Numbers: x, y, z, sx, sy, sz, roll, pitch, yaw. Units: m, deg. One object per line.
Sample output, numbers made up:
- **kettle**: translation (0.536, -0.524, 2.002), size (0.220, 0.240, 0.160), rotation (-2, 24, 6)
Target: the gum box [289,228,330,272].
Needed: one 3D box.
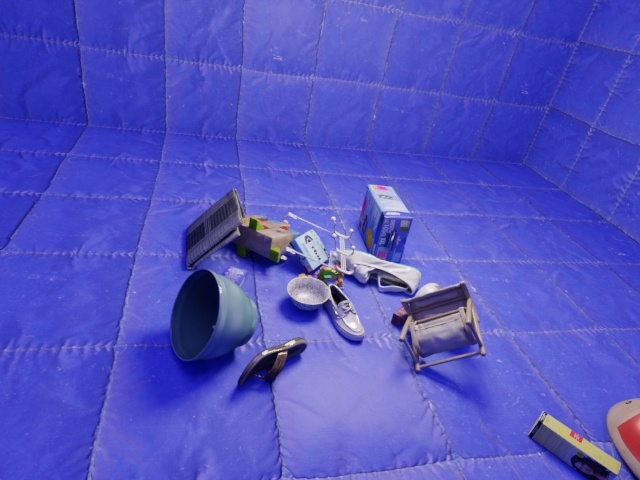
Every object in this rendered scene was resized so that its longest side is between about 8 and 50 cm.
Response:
- **gum box**: translation (-0.045, 0.043, 1.937), size (0.157, 0.041, 0.184), rotation (60, 30, -1)

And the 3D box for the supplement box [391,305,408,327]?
- **supplement box**: translation (0.328, 0.304, 1.739), size (0.043, 0.055, 0.083), rotation (32, 36, 31)

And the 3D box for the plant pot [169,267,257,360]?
- **plant pot**: translation (-0.335, 0.255, 1.430), size (0.196, 0.293, 0.293), rotation (20, 20, -42)

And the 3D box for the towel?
- **towel**: translation (-0.461, -0.055, 1.883), size (0.056, 0.324, 0.312), rotation (44, 13, -35)

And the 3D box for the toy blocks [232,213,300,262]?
- **toy blocks**: translation (-0.250, -0.029, 1.996), size (0.381, 0.190, 0.261), rotation (22, 19, 31)

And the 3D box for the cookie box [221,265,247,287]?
- **cookie box**: translation (-0.359, 0.156, 1.766), size (0.092, 0.040, 0.107), rotation (15, 31, 5)

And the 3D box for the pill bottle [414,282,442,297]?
- **pill bottle**: translation (0.495, 0.289, 1.744), size (0.131, 0.131, 0.229), rotation (-7, 36, -27)

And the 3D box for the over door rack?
- **over door rack**: translation (0.000, 0.000, 1.818), size (0.324, 0.108, 0.239), rotation (15, 42, -14)

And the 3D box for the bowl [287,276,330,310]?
- **bowl**: translation (-0.053, 0.226, 1.716), size (0.170, 0.080, 0.170), rotation (9, 32, -5)

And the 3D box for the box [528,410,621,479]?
- **box**: translation (0.771, 0.638, 1.323), size (0.232, 0.087, 0.058), rotation (32, 37, 32)

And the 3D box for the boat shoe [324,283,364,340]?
- **boat shoe**: translation (0.093, 0.273, 1.681), size (0.096, 0.088, 0.267), rotation (-4, 35, -23)

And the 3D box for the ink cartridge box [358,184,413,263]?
- **ink cartridge box**: translation (0.317, -0.069, 2.123), size (0.151, 0.270, 0.395), rotation (1, 33, -13)

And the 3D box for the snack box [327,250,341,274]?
- **snack box**: translation (0.069, 0.107, 2.000), size (0.064, 0.022, 0.178), rotation (12, 32, -1)

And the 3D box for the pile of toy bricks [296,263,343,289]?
- **pile of toy bricks**: translation (0.015, 0.152, 1.831), size (0.212, 0.105, 0.118), rotation (-1, 34, -19)

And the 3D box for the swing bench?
- **swing bench**: translation (0.435, 0.306, 1.566), size (0.253, 0.165, 0.254), rotation (-21, 21, 22)

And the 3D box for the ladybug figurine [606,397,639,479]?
- **ladybug figurine**: translation (1.098, 0.666, 1.310), size (0.305, 0.162, 0.449), rotation (1, 33, -17)

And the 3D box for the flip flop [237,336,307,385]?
- **flip flop**: translation (-0.144, 0.401, 1.405), size (0.277, 0.112, 0.080), rotation (-13, 54, -43)

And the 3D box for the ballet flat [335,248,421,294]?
- **ballet flat**: translation (0.247, 0.144, 1.915), size (0.400, 0.139, 0.139), rotation (16, 32, 5)
